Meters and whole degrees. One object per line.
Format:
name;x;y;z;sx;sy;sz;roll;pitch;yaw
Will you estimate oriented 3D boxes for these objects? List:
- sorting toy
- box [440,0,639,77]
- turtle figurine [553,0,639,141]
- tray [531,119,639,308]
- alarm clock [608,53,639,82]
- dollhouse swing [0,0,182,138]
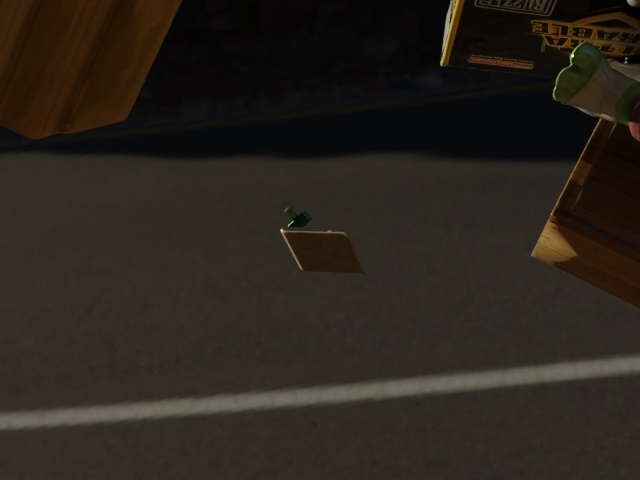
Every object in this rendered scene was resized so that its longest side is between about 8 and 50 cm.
sorting toy;0.000;0.000;1.008;0.062;0.083;0.012;5;58;22
box;0.298;-0.247;1.287;0.322;0.079;0.257;7;-20;0
turtle figurine;0.288;-0.081;0.840;0.266;0.198;0.275;38;48;23
tray;0.439;0.018;1.251;0.411;0.076;0.203;26;51;10
alarm clock;0.333;-0.153;1.241;0.129;0.064;0.192;-4;13;-5
dollhouse swing;-0.181;-0.182;0.534;0.347;0.305;0.315;25;17;-12
